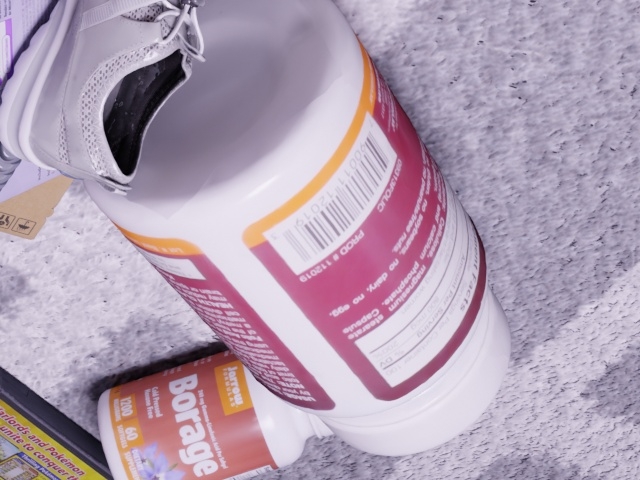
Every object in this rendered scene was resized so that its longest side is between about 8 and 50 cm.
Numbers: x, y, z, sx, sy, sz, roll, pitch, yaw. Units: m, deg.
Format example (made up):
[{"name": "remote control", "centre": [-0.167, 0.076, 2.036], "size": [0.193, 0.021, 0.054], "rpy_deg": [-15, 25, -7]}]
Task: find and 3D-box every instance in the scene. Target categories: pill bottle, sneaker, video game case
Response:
[{"name": "pill bottle", "centre": [-0.091, 0.167, 1.411], "size": [0.216, 0.121, 0.121], "rpy_deg": [-19, 138, 2]}, {"name": "pill bottle", "centre": [0.000, 0.000, 1.182], "size": [0.224, 0.224, 0.392], "rpy_deg": [-25, 137, 11]}, {"name": "sneaker", "centre": [-0.108, -0.161, 1.004], "size": [0.105, 0.115, 0.281], "rpy_deg": [1, 117, -59]}, {"name": "video game case", "centre": [-0.337, 0.251, 1.492], "size": [0.248, 0.035, 0.275], "rpy_deg": [-28, 136, 13]}]

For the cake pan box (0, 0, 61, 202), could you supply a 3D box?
[{"name": "cake pan box", "centre": [-0.274, -0.118, 0.985], "size": [0.246, 0.070, 0.267], "rpy_deg": [-33, 144, -37]}]

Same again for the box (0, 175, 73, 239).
[{"name": "box", "centre": [-0.278, -0.084, 1.159], "size": [0.201, 0.021, 0.164], "rpy_deg": [18, 128, -31]}]
